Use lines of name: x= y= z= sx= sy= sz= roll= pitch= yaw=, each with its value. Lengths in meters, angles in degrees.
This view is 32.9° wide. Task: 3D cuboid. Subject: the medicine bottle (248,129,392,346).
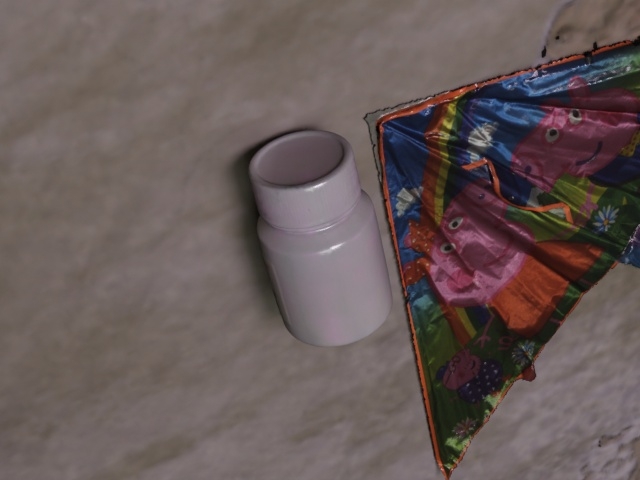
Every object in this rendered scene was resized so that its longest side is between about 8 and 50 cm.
medicine bottle: x=0.000 y=0.000 z=0.471 sx=0.052 sy=0.052 sz=0.089 roll=-21 pitch=128 yaw=-9

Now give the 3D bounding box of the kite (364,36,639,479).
kite: x=0.109 y=-0.009 z=0.535 sx=0.234 sy=0.016 sz=0.321 roll=22 pitch=112 yaw=-33
